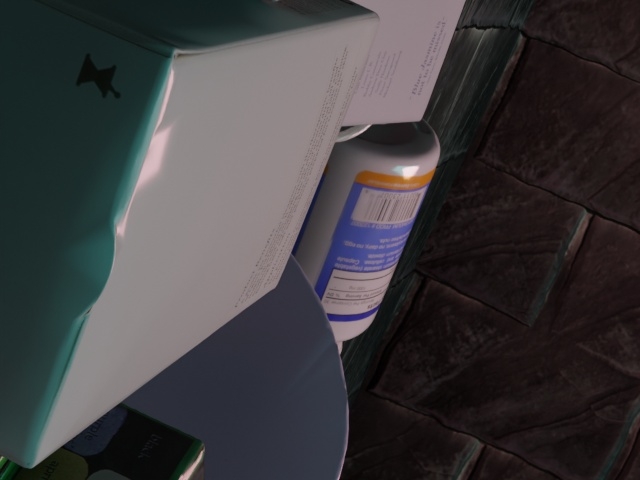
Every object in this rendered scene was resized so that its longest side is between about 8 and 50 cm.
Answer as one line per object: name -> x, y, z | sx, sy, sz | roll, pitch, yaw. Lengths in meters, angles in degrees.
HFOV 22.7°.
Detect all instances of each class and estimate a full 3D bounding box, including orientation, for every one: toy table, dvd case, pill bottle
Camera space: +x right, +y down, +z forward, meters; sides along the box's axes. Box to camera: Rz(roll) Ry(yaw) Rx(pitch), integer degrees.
toy table -> -0.090, 0.113, 1.115 | 0.161, 0.252, 0.274 | 111, -25, -58
dvd case -> 0.042, -0.163, 1.080 | 0.253, 0.022, 0.180 | -11, 125, -62
pill bottle -> 0.000, 0.000, 1.510 | 0.152, 0.152, 0.272 | -48, 161, -60

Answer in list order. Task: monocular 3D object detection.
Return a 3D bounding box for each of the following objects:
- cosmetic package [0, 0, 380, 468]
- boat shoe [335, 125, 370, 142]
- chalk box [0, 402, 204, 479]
cosmetic package -> -0.104, -0.048, 0.817 | 0.197, 0.155, 0.365 | -68, 169, 14
boat shoe -> -0.011, -0.128, 1.179 | 0.156, 0.136, 0.367 | -63, 167, -10
chalk box -> -0.182, 0.183, 0.908 | 0.180, 0.179, 0.289 | -57, 163, -34
